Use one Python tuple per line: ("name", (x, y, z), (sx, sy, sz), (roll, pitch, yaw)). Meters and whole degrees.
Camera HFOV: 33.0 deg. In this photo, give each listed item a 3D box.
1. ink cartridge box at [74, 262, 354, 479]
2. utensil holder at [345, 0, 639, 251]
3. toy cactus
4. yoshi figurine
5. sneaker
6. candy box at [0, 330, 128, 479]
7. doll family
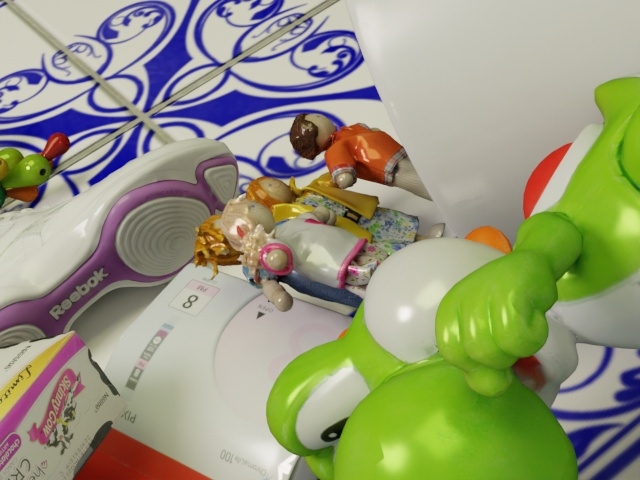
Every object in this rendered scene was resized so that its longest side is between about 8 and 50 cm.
("ink cartridge box", (-0.086, 0.130, 0.745), (0.189, 0.066, 0.232), (17, 49, 34))
("utensil holder", (0.245, -0.175, 0.690), (0.385, 0.328, 0.328), (-23, 39, 21))
("toy cactus", (-0.355, -0.050, 1.017), (0.218, 0.112, 0.181), (9, 59, 18))
("yoshi figurine", (0.136, 0.044, 0.497), (0.362, 0.204, 0.203), (-35, -3, 17))
("sneaker", (-0.208, -0.003, 0.885), (0.305, 0.114, 0.152), (-36, 45, -17))
("candy box", (-0.263, 0.149, 0.713), (0.233, 0.071, 0.159), (-13, 29, 33))
("doll family", (0.000, 0.000, 0.777), (0.163, 0.118, 0.263), (16, 28, 7))
